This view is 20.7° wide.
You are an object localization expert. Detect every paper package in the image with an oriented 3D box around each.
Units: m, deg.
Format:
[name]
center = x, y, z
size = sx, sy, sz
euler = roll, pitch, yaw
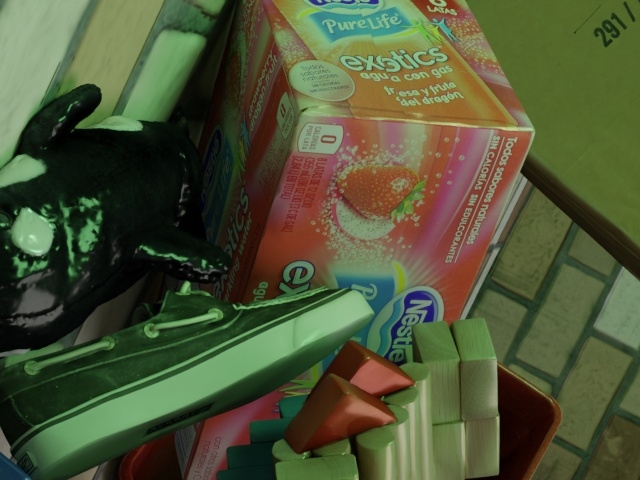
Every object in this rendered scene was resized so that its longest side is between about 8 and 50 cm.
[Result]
[paper package]
center = 0.285, -0.167, 1.483
size = 0.325, 0.309, 0.168
euler = -50, -179, 0

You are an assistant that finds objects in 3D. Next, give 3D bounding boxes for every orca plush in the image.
[orca plush]
center = -0.095, 0.009, 0.896
size = 0.151, 0.102, 0.287
euler = -64, 169, 7

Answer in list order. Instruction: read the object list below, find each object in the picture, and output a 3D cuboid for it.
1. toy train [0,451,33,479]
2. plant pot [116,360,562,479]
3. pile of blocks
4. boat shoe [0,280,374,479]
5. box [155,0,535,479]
[toy train]
center = -0.195, 0.188, 0.892
size = 0.143, 0.105, 0.248
euler = -47, 164, -21
[plant pot]
center = -0.010, 0.206, 1.415
size = 0.267, 0.267, 0.236
euler = -56, 178, -34
[pile of blocks]
center = -0.022, 0.124, 0.912
size = 0.362, 0.149, 0.113
euler = -43, 138, -48
[boat shoe]
center = -0.071, 0.058, 0.940
size = 0.219, 0.070, 0.078
euler = -21, 164, -30
[box]
center = 0.000, 0.000, 1.071
size = 0.154, 0.142, 0.300
euler = -110, -150, -47
